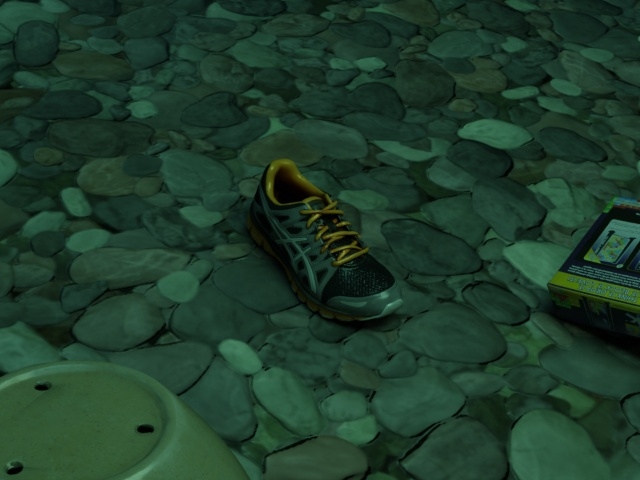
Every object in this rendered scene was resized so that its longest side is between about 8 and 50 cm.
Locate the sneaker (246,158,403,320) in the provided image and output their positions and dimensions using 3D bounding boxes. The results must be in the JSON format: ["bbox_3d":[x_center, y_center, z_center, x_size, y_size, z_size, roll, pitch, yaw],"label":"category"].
[{"bbox_3d":[0.000,0.000,1.075,0.084,0.083,0.215,-23,48,-34],"label":"sneaker"}]

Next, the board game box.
[{"bbox_3d":[0.325,0.030,1.043,0.170,0.048,0.141,15,52,42],"label":"board game box"}]

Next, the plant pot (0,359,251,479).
[{"bbox_3d":[-0.154,0.188,0.687,0.284,0.191,0.284,2,28,-1],"label":"plant pot"}]
